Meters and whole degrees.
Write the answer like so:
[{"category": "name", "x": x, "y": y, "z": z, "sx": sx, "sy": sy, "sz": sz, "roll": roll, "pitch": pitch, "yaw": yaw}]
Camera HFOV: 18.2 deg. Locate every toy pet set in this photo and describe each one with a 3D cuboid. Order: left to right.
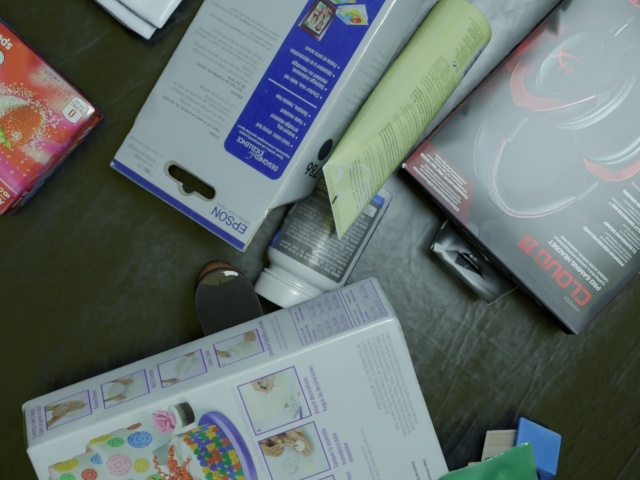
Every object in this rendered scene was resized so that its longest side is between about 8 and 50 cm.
[{"category": "toy pet set", "x": 0.179, "y": 0.227, "z": 1.778, "sx": 0.065, "sy": 0.122, "sz": 0.114, "roll": -4, "pitch": 49, "yaw": 23}]

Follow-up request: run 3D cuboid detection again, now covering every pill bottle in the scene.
[{"category": "pill bottle", "x": 0.000, "y": 0.000, "z": 1.779, "sx": 0.078, "sy": 0.078, "sz": 0.137, "roll": 29, "pitch": 89, "yaw": -3}]

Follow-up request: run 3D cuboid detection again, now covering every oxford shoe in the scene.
[{"category": "oxford shoe", "x": -0.068, "y": 0.115, "z": 1.787, "sx": 0.076, "sy": 0.076, "sz": 0.212, "roll": -11, "pitch": 107, "yaw": -6}]

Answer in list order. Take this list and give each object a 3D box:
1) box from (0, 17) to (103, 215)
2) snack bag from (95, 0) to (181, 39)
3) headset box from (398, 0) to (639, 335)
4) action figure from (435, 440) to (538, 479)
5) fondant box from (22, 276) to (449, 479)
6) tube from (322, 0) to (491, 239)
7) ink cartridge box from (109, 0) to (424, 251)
[{"category": "box", "x": -0.325, "y": -0.151, "z": 1.740, "sx": 0.257, "sy": 0.122, "sz": 0.128, "roll": 43, "pitch": 90, "yaw": -2}, {"category": "snack bag", "x": -0.185, "y": -0.403, "z": 1.767, "sx": 0.342, "sy": 0.037, "sz": 0.323, "roll": 38, "pitch": 85, "yaw": 3}, {"category": "headset box", "x": 0.225, "y": -0.072, "z": 1.767, "sx": 0.218, "sy": 0.110, "sz": 0.293, "roll": 45, "pitch": 91, "yaw": 1}, {"category": "action figure", "x": 0.081, "y": 0.262, "z": 1.688, "sx": 0.232, "sy": 0.063, "sz": 0.137, "roll": -12, "pitch": 89, "yaw": -3}, {"category": "fondant box", "x": -0.063, "y": 0.200, "z": 1.729, "sx": 0.330, "sy": 0.096, "sz": 0.238, "roll": -20, "pitch": 116, "yaw": -3}, {"category": "tube", "x": 0.068, "y": -0.115, "z": 1.736, "sx": 0.070, "sy": 0.062, "sz": 0.240, "roll": 44, "pitch": 59, "yaw": -17}, {"category": "ink cartridge box", "x": -0.033, "y": -0.164, "z": 1.747, "sx": 0.165, "sy": 0.065, "sz": 0.333, "roll": 34, "pitch": 94, "yaw": 23}]
